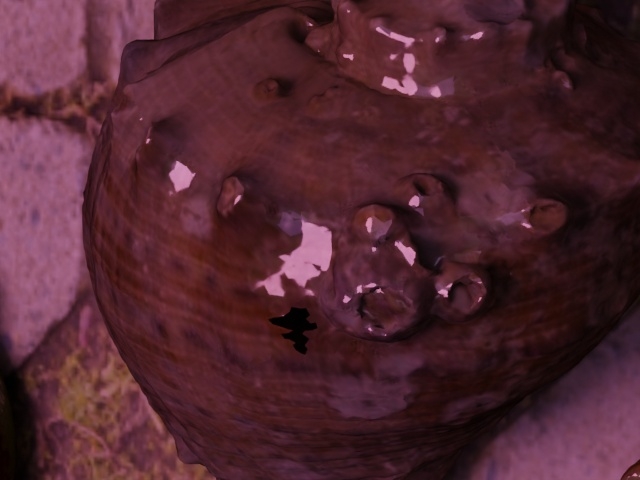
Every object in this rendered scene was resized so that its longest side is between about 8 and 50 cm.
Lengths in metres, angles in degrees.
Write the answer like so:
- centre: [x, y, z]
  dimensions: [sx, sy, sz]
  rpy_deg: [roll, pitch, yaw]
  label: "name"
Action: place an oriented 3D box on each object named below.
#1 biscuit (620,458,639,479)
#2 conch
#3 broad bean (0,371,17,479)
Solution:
- centre: [0.171, 0.220, 0.788]
  dimensions: [0.153, 0.030, 0.234]
  rpy_deg: [21, 103, 23]
  label: "biscuit"
- centre: [-0.010, -0.002, 0.769]
  dimensions: [0.297, 0.210, 0.352]
  rpy_deg: [37, 106, 33]
  label: "conch"
- centre: [-0.211, 0.173, 0.943]
  dimensions: [0.077, 0.061, 0.339]
  rpy_deg: [11, 98, 31]
  label: "broad bean"
